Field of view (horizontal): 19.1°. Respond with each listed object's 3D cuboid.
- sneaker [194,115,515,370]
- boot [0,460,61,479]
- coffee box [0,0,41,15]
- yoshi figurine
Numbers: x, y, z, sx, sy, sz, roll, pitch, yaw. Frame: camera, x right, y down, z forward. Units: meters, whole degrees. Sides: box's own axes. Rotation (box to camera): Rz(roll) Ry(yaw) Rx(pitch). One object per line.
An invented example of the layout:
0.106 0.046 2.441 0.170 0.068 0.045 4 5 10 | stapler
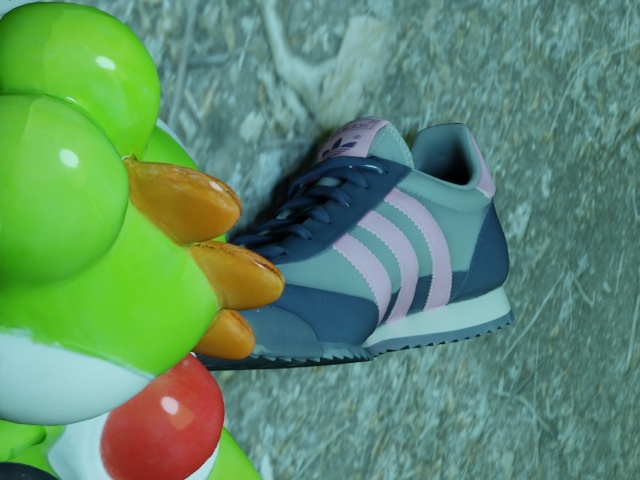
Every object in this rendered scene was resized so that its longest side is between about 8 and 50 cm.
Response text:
0.000 0.000 1.025 0.319 0.112 0.131 -8 93 -60 | sneaker
-0.223 0.180 0.672 0.264 0.096 0.280 -22 161 -29 | boot
-0.092 -0.188 0.763 0.246 0.098 0.141 -30 127 -51 | coffee box
-0.140 0.023 0.703 0.203 0.203 0.362 -16 154 -17 | yoshi figurine
